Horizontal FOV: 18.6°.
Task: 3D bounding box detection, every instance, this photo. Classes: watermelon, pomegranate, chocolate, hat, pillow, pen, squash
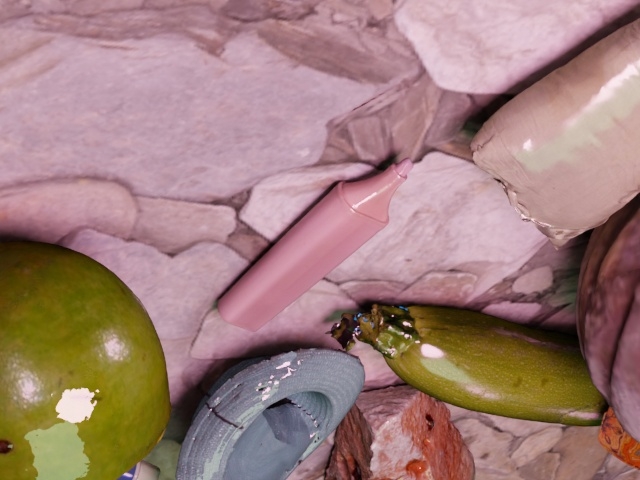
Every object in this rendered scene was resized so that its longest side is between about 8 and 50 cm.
[{"bbox_3d":[0.069,0.203,1.704,0.154,0.094,0.241,-25,140,-9],"label":"watermelon"},{"bbox_3d":[-0.230,0.088,1.340,0.241,0.190,0.159,-16,112,7],"label":"pomegranate"},{"bbox_3d":[0.313,0.067,1.523,0.303,0.303,0.213,16,160,-39],"label":"chocolate"},{"bbox_3d":[-0.054,0.144,1.572,0.191,0.078,0.138,-47,148,2],"label":"hat"},{"bbox_3d":[0.209,-0.085,1.419,0.181,0.078,0.134,-35,140,15],"label":"pillow"},{"bbox_3d":[0.000,0.000,1.457,0.197,0.032,0.053,-41,138,26],"label":"pen"},{"bbox_3d":[0.149,0.103,1.613,0.331,0.087,0.087,15,129,-36],"label":"squash"}]

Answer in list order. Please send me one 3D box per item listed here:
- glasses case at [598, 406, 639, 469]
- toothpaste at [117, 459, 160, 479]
[{"bbox_3d":[0.329,0.145,1.684,0.218,0.075,0.049,-17,130,-49],"label":"glasses case"},{"bbox_3d":[-0.231,0.155,1.521,0.268,0.047,0.069,23,136,-39],"label":"toothpaste"}]
